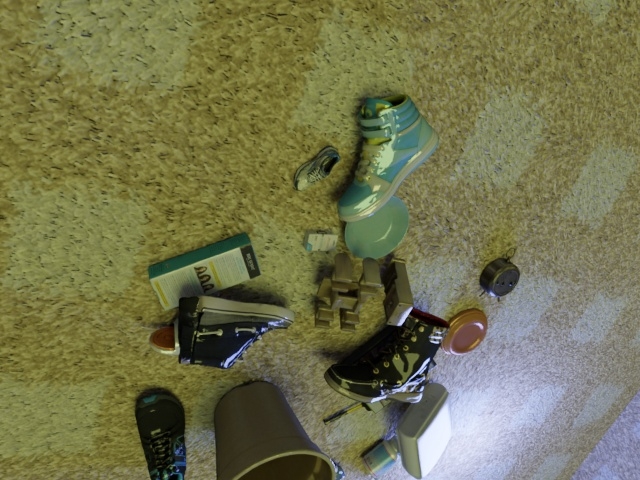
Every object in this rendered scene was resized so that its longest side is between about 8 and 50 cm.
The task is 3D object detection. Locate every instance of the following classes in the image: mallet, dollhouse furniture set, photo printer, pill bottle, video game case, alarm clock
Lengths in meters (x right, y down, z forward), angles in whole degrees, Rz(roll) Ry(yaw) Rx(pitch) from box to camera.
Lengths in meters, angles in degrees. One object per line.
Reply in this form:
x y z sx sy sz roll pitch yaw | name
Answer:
0.098 0.588 1.528 0.189 0.039 0.063 -18 121 -9 | mallet
0.115 0.127 1.214 0.241 0.161 0.212 10 133 -11 | dollhouse furniture set
0.393 0.719 1.637 0.256 0.107 0.308 -38 131 -34 | photo printer
0.245 0.828 1.692 0.160 0.087 0.087 -39 126 1 | pill bottle
0.226 0.417 1.461 0.274 0.035 0.248 -37 116 -3 | video game case
0.611 0.111 1.472 0.129 0.064 0.192 1 114 -24 | alarm clock

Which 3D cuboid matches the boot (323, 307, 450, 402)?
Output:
0.213 0.342 1.332 0.376 0.138 0.285 17 104 -28 | boot

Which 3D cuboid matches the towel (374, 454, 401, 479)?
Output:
0.268 0.904 1.760 0.148 0.027 0.110 -34 146 -8 | towel

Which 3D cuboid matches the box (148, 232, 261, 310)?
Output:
-0.274 0.073 1.056 0.244 0.060 0.101 -20 124 -12 | box

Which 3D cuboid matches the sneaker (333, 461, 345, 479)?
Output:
0.014 0.925 1.657 0.192 0.064 0.086 -45 120 1 | sneaker

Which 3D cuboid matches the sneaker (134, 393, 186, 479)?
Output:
-0.427 0.573 1.221 0.124 0.140 0.341 -12 120 -15 | sneaker

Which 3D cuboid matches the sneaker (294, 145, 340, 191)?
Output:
-0.008 -0.166 1.042 0.135 0.058 0.052 -45 125 6 | sneaker

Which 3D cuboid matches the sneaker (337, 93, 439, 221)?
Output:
0.118 -0.210 1.037 0.319 0.127 0.208 -47 128 -5 | sneaker

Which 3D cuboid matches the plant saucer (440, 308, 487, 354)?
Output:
0.518 0.335 1.568 0.199 0.037 0.200 -11 121 -19 | plant saucer

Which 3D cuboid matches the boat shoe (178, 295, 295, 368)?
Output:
-0.200 0.232 1.076 0.340 0.127 0.158 17 71 -45 | boat shoe

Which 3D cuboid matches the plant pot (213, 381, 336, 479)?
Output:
-0.166 0.585 1.241 0.333 0.305 0.334 -11 122 -18 | plant pot

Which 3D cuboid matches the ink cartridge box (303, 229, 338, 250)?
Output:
0.000 0.000 1.156 0.083 0.028 0.048 2 117 -24 | ink cartridge box

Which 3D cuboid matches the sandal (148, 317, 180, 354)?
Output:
-0.296 0.221 1.115 0.265 0.102 0.076 1 116 -34 | sandal

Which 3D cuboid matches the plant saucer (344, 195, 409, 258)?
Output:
0.148 -0.041 1.194 0.194 0.037 0.195 -11 122 -18 | plant saucer
